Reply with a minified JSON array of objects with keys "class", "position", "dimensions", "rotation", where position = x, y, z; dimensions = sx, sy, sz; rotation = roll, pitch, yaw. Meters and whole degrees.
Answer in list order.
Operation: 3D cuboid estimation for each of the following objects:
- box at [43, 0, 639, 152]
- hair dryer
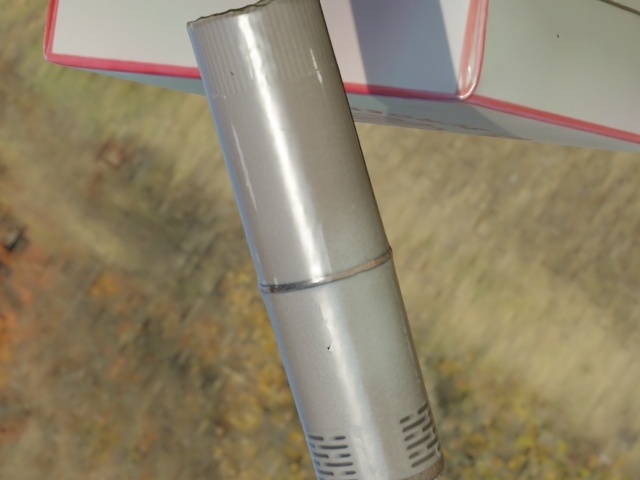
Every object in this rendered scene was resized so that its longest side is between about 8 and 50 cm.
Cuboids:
[{"class":"box","position":[0.057,-0.223,1.110],"dimensions":[0.314,0.300,0.312],"rotation":[9,-177,35]},{"class":"hair dryer","position":[-0.003,-0.012,0.759],"dimensions":[0.220,0.054,0.195],"rotation":[-101,-5,-80]}]
